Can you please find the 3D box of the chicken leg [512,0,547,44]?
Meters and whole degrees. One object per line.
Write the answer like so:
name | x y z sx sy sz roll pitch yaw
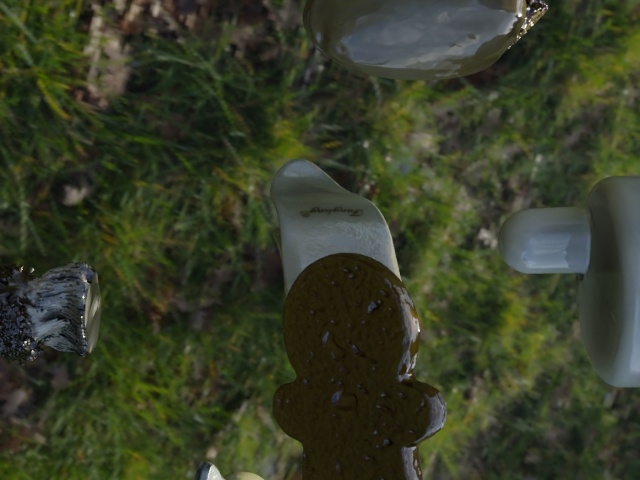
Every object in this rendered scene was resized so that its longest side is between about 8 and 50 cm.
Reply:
chicken leg | 0.217 -0.237 1.272 0.062 0.037 0.145 -63 172 21

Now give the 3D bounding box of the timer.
timer | 0.322 0.042 1.269 0.233 0.240 0.233 179 -90 -89

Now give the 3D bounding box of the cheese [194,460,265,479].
cheese | -0.110 0.312 1.391 0.235 0.049 0.127 72 29 -59

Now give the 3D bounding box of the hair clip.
hair clip | 0.005 -0.014 1.699 0.172 0.282 0.113 0 117 -20

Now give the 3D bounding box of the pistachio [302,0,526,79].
pistachio | 0.087 -0.208 1.057 0.206 0.129 0.131 -7 93 -7

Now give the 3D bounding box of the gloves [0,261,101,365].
gloves | -0.476 0.117 1.717 0.312 0.135 0.210 -6 161 -14

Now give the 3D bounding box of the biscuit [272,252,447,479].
biscuit | 0.031 0.128 1.040 0.039 0.180 0.236 -9 96 -52
